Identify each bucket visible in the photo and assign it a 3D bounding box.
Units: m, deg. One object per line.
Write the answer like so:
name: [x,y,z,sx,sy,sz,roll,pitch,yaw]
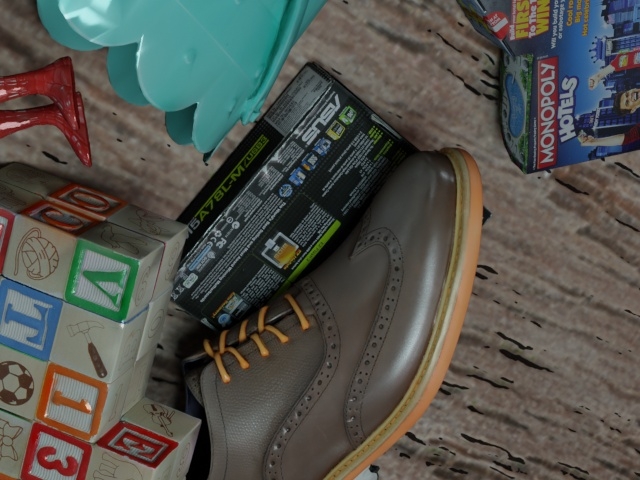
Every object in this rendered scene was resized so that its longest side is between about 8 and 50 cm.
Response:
bucket: [-0.104,-0.201,1.076,0.183,0.281,0.281,-48,126,-3]

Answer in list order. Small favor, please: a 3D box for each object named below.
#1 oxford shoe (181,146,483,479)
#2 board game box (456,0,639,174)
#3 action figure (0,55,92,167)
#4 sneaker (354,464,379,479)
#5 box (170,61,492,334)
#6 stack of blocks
oxford shoe: [-0.013,0.088,1.303,0.132,0.130,0.364,24,102,-23]
board game box: [0.177,-0.152,1.369,0.194,0.060,0.194,-11,120,-21]
action figure: [-0.273,-0.015,1.129,0.280,0.139,0.091,-9,159,-2]
sneaker: [0.009,0.230,1.471,0.106,0.078,0.234,-27,121,-10]
box: [0.000,0.000,1.365,0.184,0.045,0.191,36,95,-38]
stack of blocks: [-0.172,0.120,1.252,0.171,0.087,0.297,20,109,11]
